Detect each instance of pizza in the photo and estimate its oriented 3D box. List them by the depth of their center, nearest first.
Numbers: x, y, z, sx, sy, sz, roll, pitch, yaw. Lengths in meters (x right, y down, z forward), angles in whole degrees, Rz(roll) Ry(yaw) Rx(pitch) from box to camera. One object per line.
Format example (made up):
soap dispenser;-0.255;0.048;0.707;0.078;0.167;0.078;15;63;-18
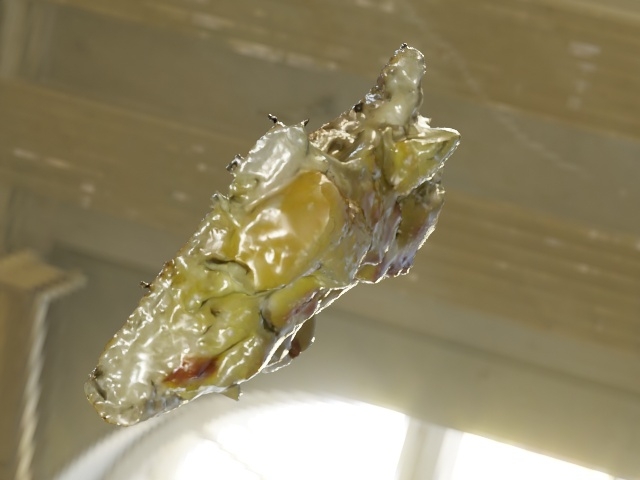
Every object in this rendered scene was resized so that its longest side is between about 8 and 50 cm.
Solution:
pizza;0.000;0.000;1.178;0.323;0.089;0.223;-34;-19;-46
